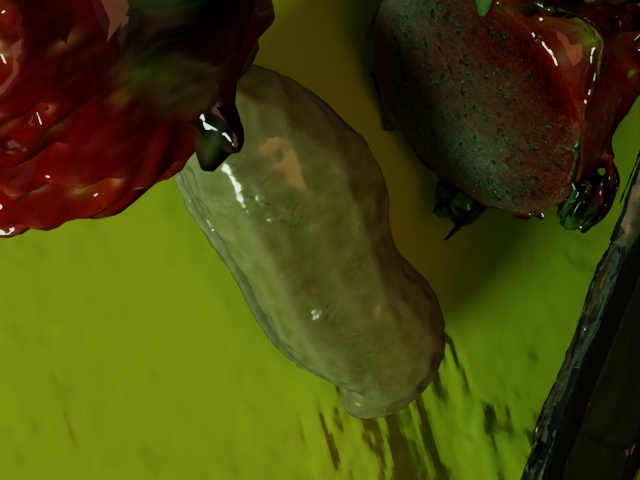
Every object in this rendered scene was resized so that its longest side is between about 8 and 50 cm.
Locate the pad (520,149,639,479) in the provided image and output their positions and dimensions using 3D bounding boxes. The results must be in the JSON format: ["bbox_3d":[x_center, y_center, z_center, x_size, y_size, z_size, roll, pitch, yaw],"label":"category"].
[{"bbox_3d":[0.146,0.023,0.866,0.174,0.022,0.233,14,97,-67],"label":"pad"}]

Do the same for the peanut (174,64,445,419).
[{"bbox_3d":[0.000,0.000,0.810,0.080,0.080,0.174,-41,117,-22],"label":"peanut"}]

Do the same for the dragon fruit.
[{"bbox_3d":[0.095,-0.083,0.810,0.138,0.142,0.175,44,88,-7],"label":"dragon fruit"}]

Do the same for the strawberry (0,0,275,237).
[{"bbox_3d":[-0.153,-0.121,0.614,0.257,0.261,0.261,-18,103,-21],"label":"strawberry"}]
